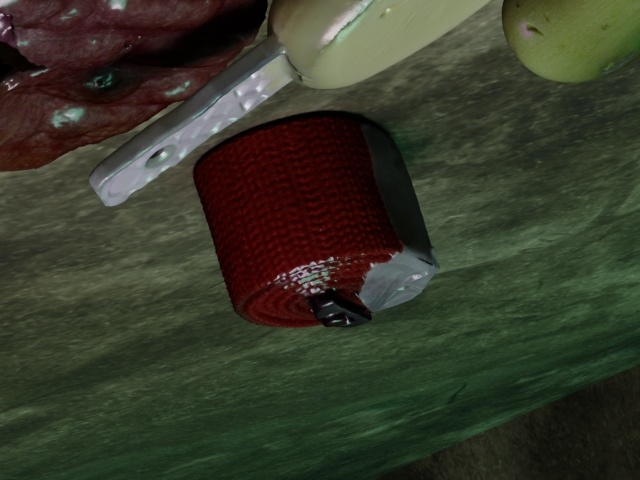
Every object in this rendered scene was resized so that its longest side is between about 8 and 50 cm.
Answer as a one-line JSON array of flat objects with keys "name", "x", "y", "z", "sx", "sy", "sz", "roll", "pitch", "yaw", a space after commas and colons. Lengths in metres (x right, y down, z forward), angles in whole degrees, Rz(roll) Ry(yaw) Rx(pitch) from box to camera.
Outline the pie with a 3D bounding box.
[{"name": "pie", "x": -0.126, "y": -0.092, "z": 0.873, "sx": 0.219, "sy": 0.054, "sz": 0.204, "roll": -29, "pitch": 164, "yaw": 26}]

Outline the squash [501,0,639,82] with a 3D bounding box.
[{"name": "squash", "x": 0.190, "y": -0.162, "z": 0.994, "sx": 0.083, "sy": 0.083, "sz": 0.250, "roll": -6, "pitch": 158, "yaw": -46}]

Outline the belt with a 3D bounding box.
[{"name": "belt", "x": 0.000, "y": 0.000, "z": 1.266, "sx": 0.128, "sy": 0.124, "sz": 0.201, "roll": -21, "pitch": 166, "yaw": 16}]

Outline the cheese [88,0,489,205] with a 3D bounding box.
[{"name": "cheese", "x": 0.000, "y": -0.097, "z": 0.874, "sx": 0.255, "sy": 0.050, "sz": 0.127, "roll": -37, "pitch": 166, "yaw": -7}]
